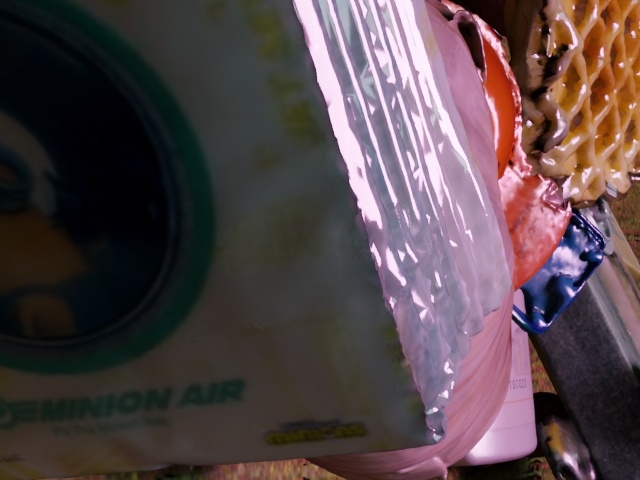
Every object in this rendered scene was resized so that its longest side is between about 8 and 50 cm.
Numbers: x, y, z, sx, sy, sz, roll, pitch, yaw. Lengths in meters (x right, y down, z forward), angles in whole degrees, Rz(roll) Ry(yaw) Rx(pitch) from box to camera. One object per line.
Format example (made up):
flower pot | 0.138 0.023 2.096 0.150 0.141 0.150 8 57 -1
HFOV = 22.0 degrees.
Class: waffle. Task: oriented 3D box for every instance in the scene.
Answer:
waffle | 0.250 -0.186 1.488 0.297 0.073 0.317 4 95 -55

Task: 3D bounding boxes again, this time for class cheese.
cheese | 0.097 -0.059 1.297 0.329 0.129 0.217 42 82 -22

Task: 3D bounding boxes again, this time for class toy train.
toy train | 0.277 0.102 1.632 0.253 0.160 0.397 26 37 -63

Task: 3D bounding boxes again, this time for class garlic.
garlic | 0.017 0.000 1.039 0.322 0.241 0.322 -6 90 -67

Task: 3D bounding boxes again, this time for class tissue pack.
tissue pack | -0.106 -0.086 0.719 0.162 0.287 0.388 -64 141 -54

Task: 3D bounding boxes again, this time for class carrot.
carrot | 0.194 0.186 1.624 0.260 0.070 0.070 7 78 -66

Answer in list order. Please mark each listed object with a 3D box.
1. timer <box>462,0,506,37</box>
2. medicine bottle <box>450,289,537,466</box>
timer | 0.229 -0.313 1.640 0.229 0.229 0.215 -65 148 -51
medicine bottle | 0.116 0.044 1.434 0.161 0.111 0.296 -1 87 -60
